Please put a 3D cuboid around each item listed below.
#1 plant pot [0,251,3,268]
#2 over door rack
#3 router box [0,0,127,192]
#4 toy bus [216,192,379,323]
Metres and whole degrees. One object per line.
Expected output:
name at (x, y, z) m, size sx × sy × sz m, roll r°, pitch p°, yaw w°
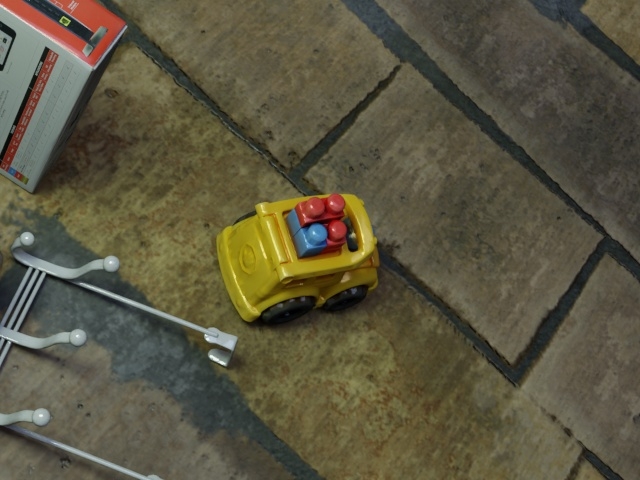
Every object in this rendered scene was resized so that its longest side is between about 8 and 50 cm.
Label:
plant pot at (-0.524, 0.052, 1.455) m, size 0.334 × 0.334 × 0.305 m, roll 40°, pitch 44°, yaw -3°
over door rack at (-0.268, 0.153, 1.629) m, size 0.324 × 0.108 × 0.239 m, roll 28°, pitch 58°, yaw -12°
router box at (-0.419, -0.235, 1.603) m, size 0.301 × 0.335 × 0.082 m, roll 34°, pitch 57°, yaw -8°
toy bus at (0.000, 0.000, 1.772) m, size 0.220 × 0.211 × 0.149 m, roll -9°, pitch 69°, yaw -31°
